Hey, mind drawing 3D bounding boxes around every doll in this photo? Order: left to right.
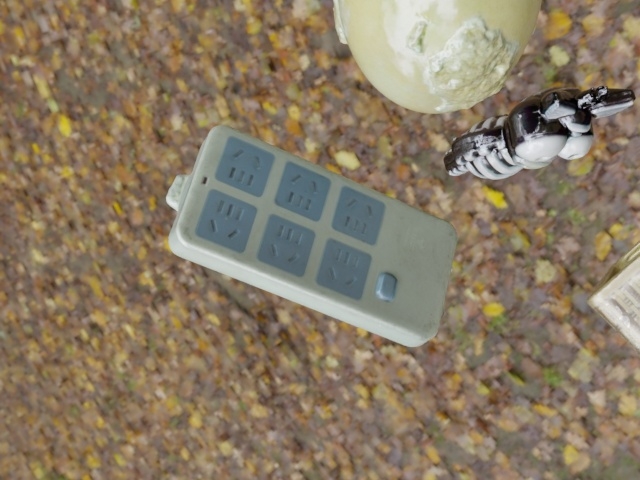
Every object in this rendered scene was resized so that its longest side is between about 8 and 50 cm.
[{"bbox_3d":[0.189,-0.095,0.888,0.219,0.091,0.067,153,113,-64],"label":"doll"}]

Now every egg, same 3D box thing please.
[{"bbox_3d":[0.092,-0.192,0.735,0.164,0.164,0.201,29,136,32],"label":"egg"}]

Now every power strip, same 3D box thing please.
[{"bbox_3d":[0.000,0.000,0.830,0.271,0.118,0.046,23,152,-15],"label":"power strip"}]

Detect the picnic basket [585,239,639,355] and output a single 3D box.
[{"bbox_3d":[0.427,0.004,0.876,0.175,0.228,0.313,48,112,10],"label":"picnic basket"}]
